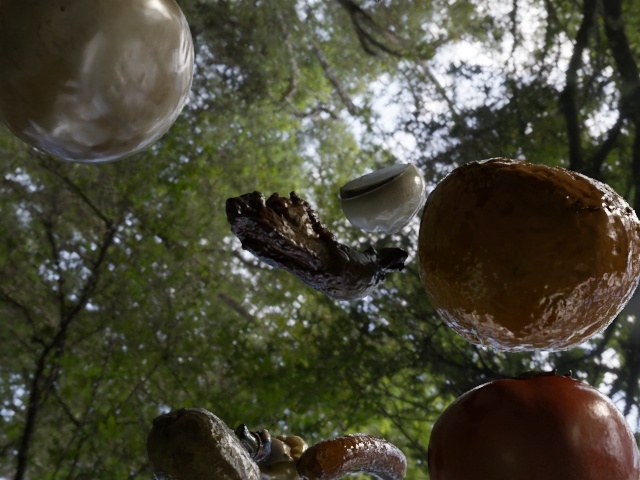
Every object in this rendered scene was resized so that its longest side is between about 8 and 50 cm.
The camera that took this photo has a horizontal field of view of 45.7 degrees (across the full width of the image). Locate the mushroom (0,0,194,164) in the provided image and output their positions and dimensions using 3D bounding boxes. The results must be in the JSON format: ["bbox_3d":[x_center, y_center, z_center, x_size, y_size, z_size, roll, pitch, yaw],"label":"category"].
[{"bbox_3d":[-0.338,-0.262,1.055,0.290,0.292,0.292,34,-102,38],"label":"mushroom"}]

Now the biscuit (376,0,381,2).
[{"bbox_3d":[0.046,-0.520,1.287,0.107,0.388,0.073,-48,-112,16],"label":"biscuit"}]

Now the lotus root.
[{"bbox_3d":[-0.171,0.371,1.181,0.145,0.260,0.128,-21,-164,24],"label":"lotus root"}]

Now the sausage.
[{"bbox_3d":[0.072,0.423,1.468,0.076,0.302,0.102,27,-87,41],"label":"sausage"}]

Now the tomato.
[{"bbox_3d":[0.264,0.282,0.945,0.256,0.256,0.224,-26,-126,30],"label":"tomato"}]

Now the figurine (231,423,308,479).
[{"bbox_3d":[-0.108,0.415,1.493,0.114,0.196,0.108,-36,-145,22],"label":"figurine"}]

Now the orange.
[{"bbox_3d":[0.314,0.029,1.178,0.341,0.341,0.293,23,-80,60],"label":"orange"}]

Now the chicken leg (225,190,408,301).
[{"bbox_3d":[0.003,0.009,1.108,0.083,0.323,0.177,-50,-158,31],"label":"chicken leg"}]

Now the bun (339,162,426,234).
[{"bbox_3d":[0.130,-0.074,1.494,0.173,0.119,0.173,-22,-168,5],"label":"bun"}]
